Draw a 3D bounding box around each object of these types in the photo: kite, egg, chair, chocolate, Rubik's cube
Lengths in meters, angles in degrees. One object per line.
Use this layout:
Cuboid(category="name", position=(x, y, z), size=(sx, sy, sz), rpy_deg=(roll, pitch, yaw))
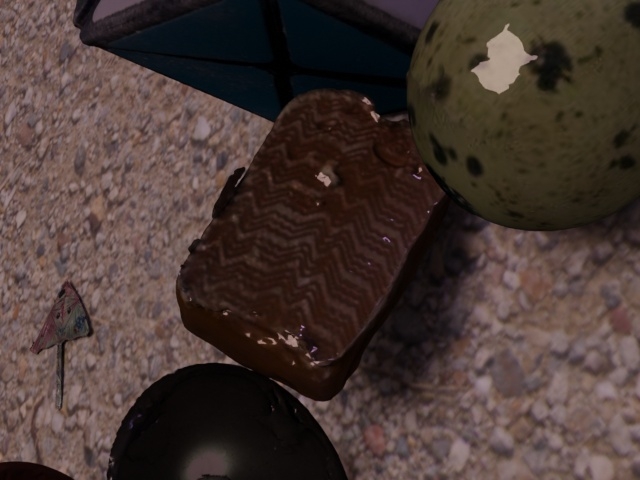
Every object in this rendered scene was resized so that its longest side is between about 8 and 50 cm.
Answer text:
Cuboid(category="kite", position=(-0.294, 0.116, 1.256), size=(0.137, 0.005, 0.152), rpy_deg=(-18, 61, 47))
Cuboid(category="egg", position=(0.157, -0.112, 0.701), size=(0.228, 0.177, 0.177), rpy_deg=(-51, 41, 1))
Cuboid(category="chair", position=(-0.184, 0.258, 0.904), size=(0.401, 0.227, 0.226), rpy_deg=(-26, 56, 42))
Cuboid(category="chocolate", position=(0.000, 0.000, 0.831), size=(0.214, 0.148, 0.093), rpy_deg=(-56, -11, -25))
Cuboid(category="Rubik's cube", position=(-0.015, -0.250, 0.892), size=(0.259, 0.260, 0.254), rpy_deg=(-8, 68, 50))
